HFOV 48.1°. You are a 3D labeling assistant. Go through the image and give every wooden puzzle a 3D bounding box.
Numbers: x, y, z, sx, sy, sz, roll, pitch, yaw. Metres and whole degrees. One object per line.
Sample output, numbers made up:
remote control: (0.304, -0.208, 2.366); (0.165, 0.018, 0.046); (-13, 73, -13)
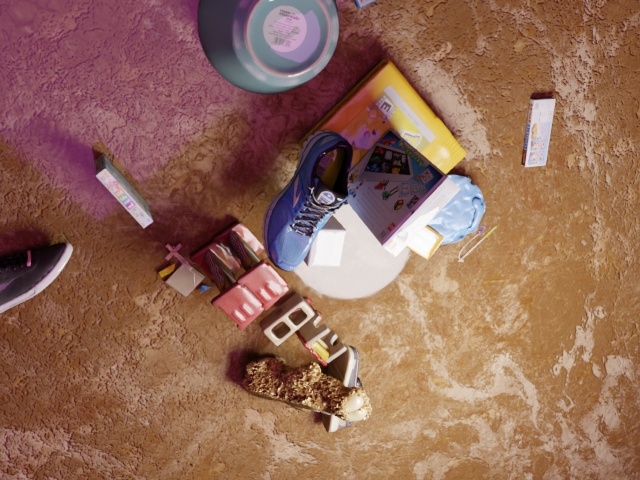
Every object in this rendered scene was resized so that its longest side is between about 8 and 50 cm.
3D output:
wooden puzzle: (-0.325, 0.092, 1.720); (0.078, 0.014, 0.116); (-38, 120, 5)

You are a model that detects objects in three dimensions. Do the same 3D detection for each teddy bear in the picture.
teddy bear: (-0.027, 0.375, 1.835); (0.245, 0.338, 0.113); (47, 55, -50)

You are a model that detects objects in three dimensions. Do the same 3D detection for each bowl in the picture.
bowl: (-0.085, -0.438, 1.475); (0.311, 0.163, 0.312); (-8, 117, -17)

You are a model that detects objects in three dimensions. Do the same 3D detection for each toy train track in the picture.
toy train track: (-0.333, 0.038, 1.683); (0.048, 0.014, 0.083); (-47, 110, -13)

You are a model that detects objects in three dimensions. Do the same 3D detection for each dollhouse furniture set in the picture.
dollhouse furniture set: (-0.122, 0.154, 1.723); (0.152, 0.201, 0.374); (-39, 127, 1)

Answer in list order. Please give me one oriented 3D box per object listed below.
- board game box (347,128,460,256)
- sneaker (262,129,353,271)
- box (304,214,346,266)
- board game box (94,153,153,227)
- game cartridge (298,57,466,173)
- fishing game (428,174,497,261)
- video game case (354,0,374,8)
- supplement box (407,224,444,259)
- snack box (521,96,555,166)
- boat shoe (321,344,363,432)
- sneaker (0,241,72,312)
board game box: (0.158, -0.114, 1.566); (0.193, 0.305, 0.053); (-46, 121, 9)
sneaker: (-0.024, -0.087, 1.577); (0.129, 0.147, 0.330); (21, 92, -23)
box: (0.000, 0.000, 1.742); (0.087, 0.102, 0.101); (0, 114, -22)
board game box: (-0.423, -0.107, 1.540); (0.026, 0.103, 0.154); (-37, 120, 0)
game cartridge: (0.155, -0.220, 1.713); (0.285, 0.053, 0.323); (-44, 117, 7)
fishing game: (0.329, -0.083, 1.849); (0.264, 0.041, 0.189); (39, 98, -15)
video game case: (0.103, -0.604, 1.548); (0.119, 0.015, 0.166); (-29, 120, -4)
supplement box: (0.188, -0.044, 1.742); (0.233, 0.078, 0.080); (34, 99, -29)
snack box: (0.564, -0.280, 1.859); (0.064, 0.022, 0.178); (-7, 116, -17)
boat shoe: (0.069, 0.401, 1.958); (0.092, 0.103, 0.285); (-2, 118, -24)
sneaker: (-0.683, 0.060, 1.522); (0.295, 0.104, 0.147); (-31, 125, 1)
